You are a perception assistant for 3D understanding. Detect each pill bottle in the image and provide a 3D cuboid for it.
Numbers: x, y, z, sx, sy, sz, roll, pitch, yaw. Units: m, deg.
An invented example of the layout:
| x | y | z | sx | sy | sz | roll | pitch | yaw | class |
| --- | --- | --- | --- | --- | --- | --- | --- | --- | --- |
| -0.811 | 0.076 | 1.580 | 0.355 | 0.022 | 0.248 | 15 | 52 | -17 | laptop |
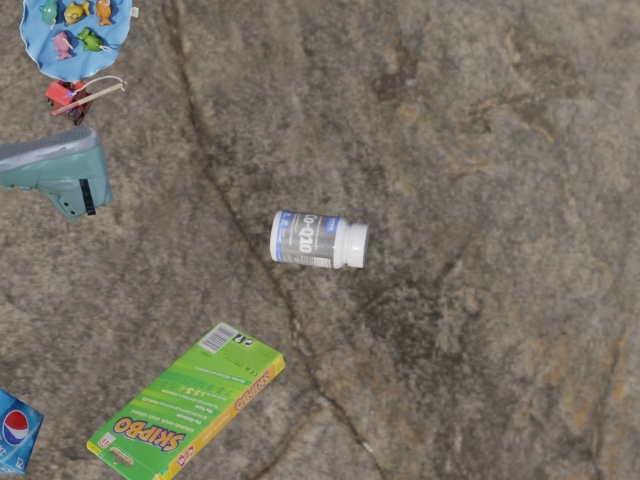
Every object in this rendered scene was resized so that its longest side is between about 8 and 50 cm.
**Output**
| x | y | z | sx | sy | sz | roll | pitch | yaw | class |
| --- | --- | --- | --- | --- | --- | --- | --- | --- | --- |
| 0.000 | 0.000 | 1.301 | 0.078 | 0.137 | 0.078 | 6 | 90 | -82 | pill bottle |

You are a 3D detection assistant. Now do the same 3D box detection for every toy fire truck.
| x | y | z | sx | sy | sz | roll | pitch | yaw | class |
| --- | --- | --- | --- | --- | --- | --- | --- | --- | --- |
| -0.415 | -0.281 | 1.516 | 0.047 | 0.192 | 0.135 | 31 | 82 | -2 | toy fire truck |

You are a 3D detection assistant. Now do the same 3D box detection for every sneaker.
| x | y | z | sx | sy | sz | roll | pitch | yaw | class |
| --- | --- | --- | --- | --- | --- | --- | --- | --- | --- |
| -0.471 | -0.085 | 1.450 | 0.094 | 0.256 | 0.151 | -100 | 178 | -61 | sneaker |

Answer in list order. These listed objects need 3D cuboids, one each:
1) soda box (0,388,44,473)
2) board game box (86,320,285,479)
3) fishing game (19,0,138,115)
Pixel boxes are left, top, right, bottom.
| x | y | z | sx | sy | sz | roll | pitch | yaw | class |
| --- | --- | --- | --- | --- | --- | --- | --- | --- | --- |
| -0.400 | 0.203 | 0.927 | 0.071 | 0.210 | 0.067 | 52 | 38 | -47 | soda box |
| -0.178 | 0.219 | 1.181 | 0.259 | 0.124 | 0.039 | -40 | 137 | -32 | board game box |
| -0.334 | -0.311 | 1.249 | 0.189 | 0.041 | 0.264 | -33 | 139 | -37 | fishing game |
